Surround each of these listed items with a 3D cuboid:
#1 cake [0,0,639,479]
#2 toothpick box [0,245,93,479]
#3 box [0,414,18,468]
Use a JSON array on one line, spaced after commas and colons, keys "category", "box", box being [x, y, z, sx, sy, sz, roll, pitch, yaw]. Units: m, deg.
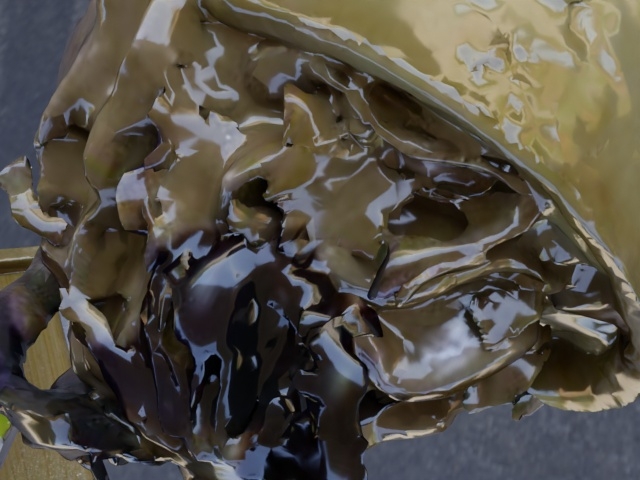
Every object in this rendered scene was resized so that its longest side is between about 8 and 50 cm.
[{"category": "cake", "box": [0.005, 0.005, 0.774, 0.332, 0.321, 0.332, 29, 160, 12]}, {"category": "toothpick box", "box": [-0.319, 0.180, 1.648, 0.190, 0.308, 0.187, -6, 137, -17]}, {"category": "box", "box": [-0.348, 0.193, 1.246, 0.175, 0.062, 0.260, 27, 115, -2]}]
